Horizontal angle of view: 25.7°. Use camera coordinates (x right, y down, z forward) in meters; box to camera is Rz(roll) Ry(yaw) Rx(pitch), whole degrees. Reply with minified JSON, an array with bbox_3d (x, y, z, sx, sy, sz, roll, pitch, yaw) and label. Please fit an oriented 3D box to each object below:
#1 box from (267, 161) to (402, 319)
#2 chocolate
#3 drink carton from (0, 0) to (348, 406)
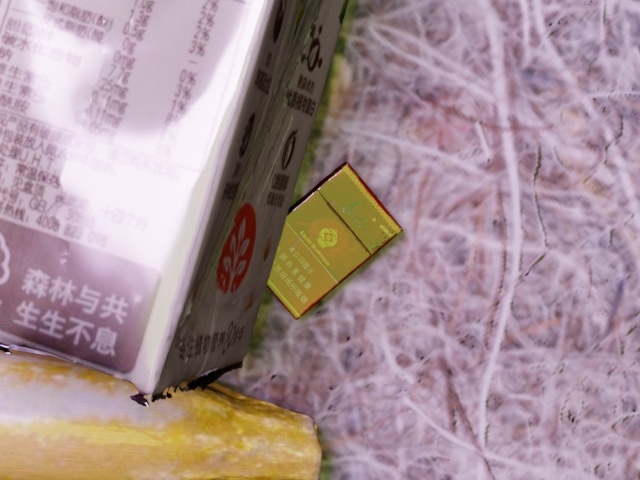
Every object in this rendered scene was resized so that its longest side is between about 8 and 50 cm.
[{"bbox_3d":[0.000,0.000,0.811,0.082,0.023,0.051,-40,97,-1],"label":"box"},{"bbox_3d":[-0.108,0.109,0.786,0.219,0.085,0.085,9,93,-9],"label":"chocolate"},{"bbox_3d":[-0.071,-0.097,0.703,0.132,0.194,0.324,18,93,8],"label":"drink carton"}]
